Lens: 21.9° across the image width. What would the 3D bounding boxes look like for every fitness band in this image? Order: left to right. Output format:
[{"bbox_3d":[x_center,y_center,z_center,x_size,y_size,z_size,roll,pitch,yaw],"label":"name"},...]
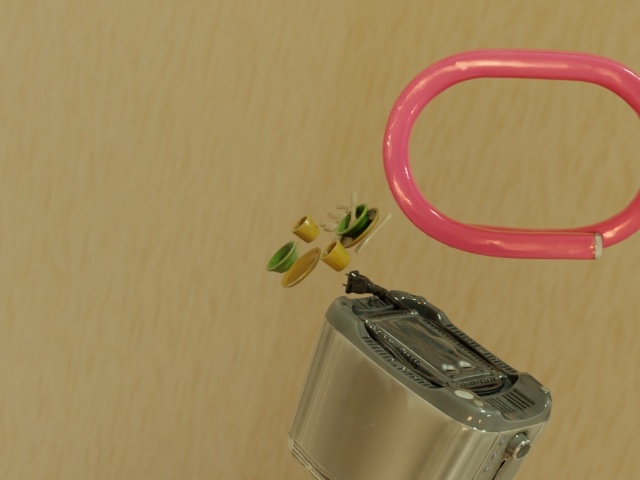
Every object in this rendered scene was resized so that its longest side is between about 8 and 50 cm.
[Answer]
[{"bbox_3d":[0.207,-0.087,1.654,0.290,0.209,0.054,2,11,5],"label":"fitness band"}]

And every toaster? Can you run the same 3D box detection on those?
[{"bbox_3d":[0.066,0.140,1.332,0.227,0.146,0.129,36,25,34],"label":"toaster"}]

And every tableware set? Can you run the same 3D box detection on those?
[{"bbox_3d":[0.000,0.000,1.454,0.024,0.104,0.154,45,-7,-17],"label":"tableware set"}]
